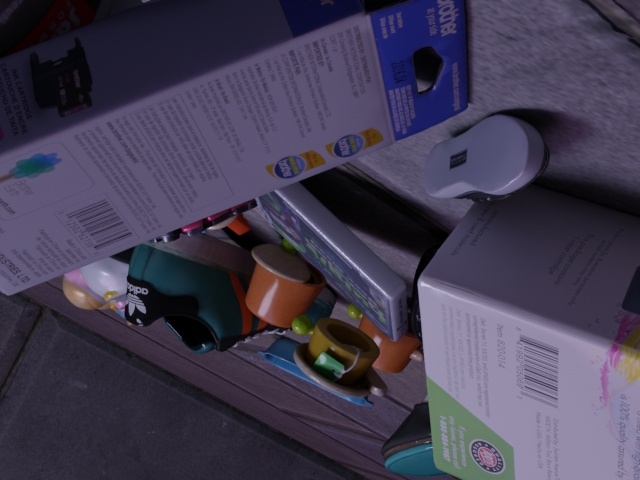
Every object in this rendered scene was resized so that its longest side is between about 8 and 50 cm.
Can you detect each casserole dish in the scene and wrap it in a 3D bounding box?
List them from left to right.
[{"bbox_3d":[-0.001,0.191,2.147,0.188,0.037,0.114,26,168,3],"label":"casserole dish"}]

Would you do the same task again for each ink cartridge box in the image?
[{"bbox_3d":[-0.071,-0.071,0.812,0.311,0.065,0.186,-19,161,1],"label":"ink cartridge box"},{"bbox_3d":[0.248,0.111,0.940,0.354,0.119,0.207,20,140,27],"label":"ink cartridge box"}]

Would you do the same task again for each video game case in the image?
[{"bbox_3d":[0.000,0.000,1.227,0.190,0.022,0.173,43,172,13],"label":"video game case"}]

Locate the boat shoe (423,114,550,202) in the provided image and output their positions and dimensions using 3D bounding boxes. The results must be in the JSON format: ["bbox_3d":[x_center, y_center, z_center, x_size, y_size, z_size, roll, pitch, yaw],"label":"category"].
[{"bbox_3d":[0.110,-0.048,0.905,0.040,0.049,0.142,10,175,-19],"label":"boat shoe"}]

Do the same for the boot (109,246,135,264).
[{"bbox_3d":[-0.287,-0.063,1.548,0.236,0.085,0.179,38,166,-24],"label":"boot"}]

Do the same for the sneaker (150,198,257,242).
[{"bbox_3d":[-0.163,-0.069,1.207,0.299,0.121,0.112,0,110,49],"label":"sneaker"}]

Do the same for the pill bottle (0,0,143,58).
[{"bbox_3d":[-0.209,-0.162,0.780,0.161,0.161,0.283,20,167,26],"label":"pill bottle"}]

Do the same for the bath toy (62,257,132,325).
[{"bbox_3d":[-0.246,0.025,1.762,0.151,0.129,0.348,-18,173,-8],"label":"bath toy"}]

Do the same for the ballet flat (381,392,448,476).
[{"bbox_3d":[0.152,0.142,1.215,0.095,0.096,0.280,18,160,-29],"label":"ballet flat"}]

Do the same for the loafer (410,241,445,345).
[{"bbox_3d":[0.119,0.064,1.272,0.076,0.078,0.223,-8,144,8],"label":"loafer"}]

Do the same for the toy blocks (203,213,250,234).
[{"bbox_3d":[-0.117,-0.037,1.375,0.123,0.054,0.148,20,166,29],"label":"toy blocks"}]

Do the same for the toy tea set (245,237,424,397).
[{"bbox_3d":[0.084,0.087,1.449,0.336,0.124,0.200,24,-162,-9],"label":"toy tea set"}]

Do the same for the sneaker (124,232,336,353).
[{"bbox_3d":[-0.102,0.067,1.567,0.108,0.121,0.302,18,176,41],"label":"sneaker"}]
